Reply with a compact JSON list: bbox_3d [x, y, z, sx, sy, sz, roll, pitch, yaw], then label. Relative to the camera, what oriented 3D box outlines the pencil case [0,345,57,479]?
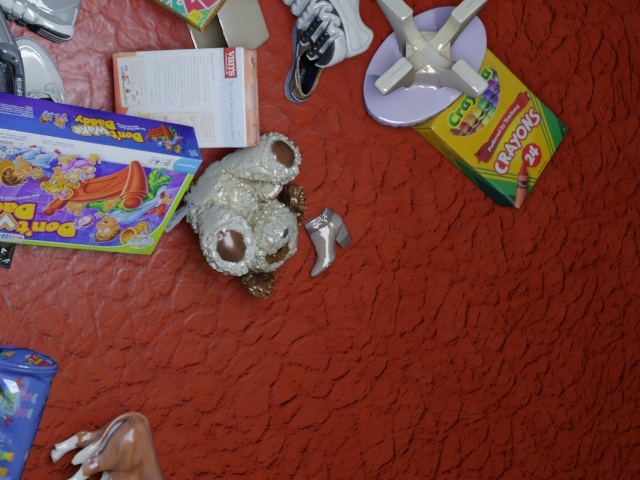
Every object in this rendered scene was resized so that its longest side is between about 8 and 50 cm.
[{"bbox_3d":[-0.524,0.316,1.385,0.133,0.119,0.306,19,89,-15],"label":"pencil case"}]

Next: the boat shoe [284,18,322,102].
[{"bbox_3d":[-0.014,-0.337,1.563,0.066,0.066,0.183,9,93,-25],"label":"boat shoe"}]

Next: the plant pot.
[{"bbox_3d":[-0.153,-0.360,1.482,0.096,0.109,0.109,-28,108,-32],"label":"plant pot"}]

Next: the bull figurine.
[{"bbox_3d":[-0.332,0.444,1.500,0.188,0.101,0.311,-19,105,-20],"label":"bull figurine"}]

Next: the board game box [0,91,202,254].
[{"bbox_3d":[-0.386,-0.093,1.321,0.347,0.078,0.233,6,138,-32],"label":"board game box"}]

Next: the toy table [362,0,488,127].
[{"bbox_3d":[0.194,-0.337,1.575,0.252,0.161,0.274,34,82,5],"label":"toy table"}]

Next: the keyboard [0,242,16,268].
[{"bbox_3d":[-0.502,-0.047,1.399,0.108,0.023,0.180,14,92,-28],"label":"keyboard"}]

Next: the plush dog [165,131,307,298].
[{"bbox_3d":[-0.125,-0.031,1.508,0.225,0.210,0.262,46,59,-41],"label":"plush dog"}]

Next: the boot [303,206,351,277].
[{"bbox_3d":[0.000,0.000,1.633,0.118,0.042,0.087,-46,106,-14],"label":"boot"}]

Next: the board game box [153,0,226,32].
[{"bbox_3d":[-0.260,-0.451,1.392,0.259,0.039,0.124,33,81,6],"label":"board game box"}]

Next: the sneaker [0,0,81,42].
[{"bbox_3d":[-0.470,-0.410,1.342,0.228,0.086,0.132,24,82,-36],"label":"sneaker"}]

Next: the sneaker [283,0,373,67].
[{"bbox_3d":[-0.005,-0.441,1.514,0.118,0.110,0.292,-20,85,-32],"label":"sneaker"}]

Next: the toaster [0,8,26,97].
[{"bbox_3d":[-0.506,-0.249,1.269,0.129,0.146,0.227,-10,140,-26],"label":"toaster"}]

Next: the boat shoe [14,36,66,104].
[{"bbox_3d":[-0.433,-0.212,1.380,0.083,0.076,0.226,-23,106,-21],"label":"boat shoe"}]

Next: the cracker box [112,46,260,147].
[{"bbox_3d":[-0.216,-0.227,1.412,0.232,0.067,0.156,2,98,18],"label":"cracker box"}]

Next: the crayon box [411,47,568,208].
[{"bbox_3d":[0.322,-0.235,1.726,0.318,0.081,0.202,37,82,-24],"label":"crayon box"}]
